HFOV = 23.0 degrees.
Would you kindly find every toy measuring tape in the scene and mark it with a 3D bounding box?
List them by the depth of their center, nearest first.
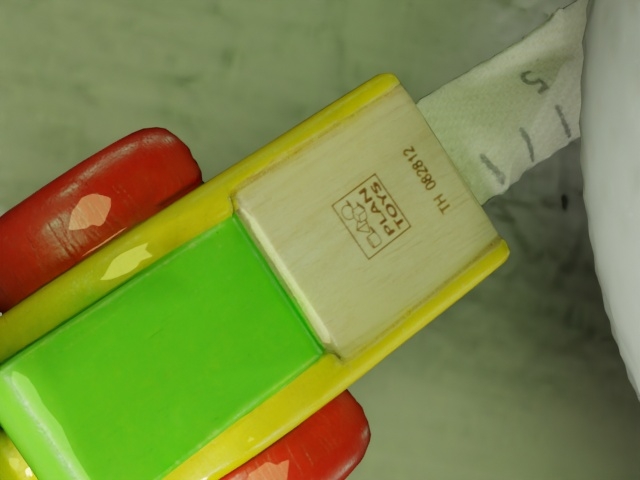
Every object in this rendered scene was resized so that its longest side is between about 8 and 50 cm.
[{"bbox_3d":[0.000,0.000,0.471,0.330,0.121,0.121,-35,92,-35],"label":"toy measuring tape"}]

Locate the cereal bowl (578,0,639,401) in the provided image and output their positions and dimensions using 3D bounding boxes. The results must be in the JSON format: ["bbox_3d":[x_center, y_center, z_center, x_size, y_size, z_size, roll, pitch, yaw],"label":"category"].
[{"bbox_3d":[0.208,-0.028,0.458,0.339,0.141,0.339,1,88,-28],"label":"cereal bowl"}]
